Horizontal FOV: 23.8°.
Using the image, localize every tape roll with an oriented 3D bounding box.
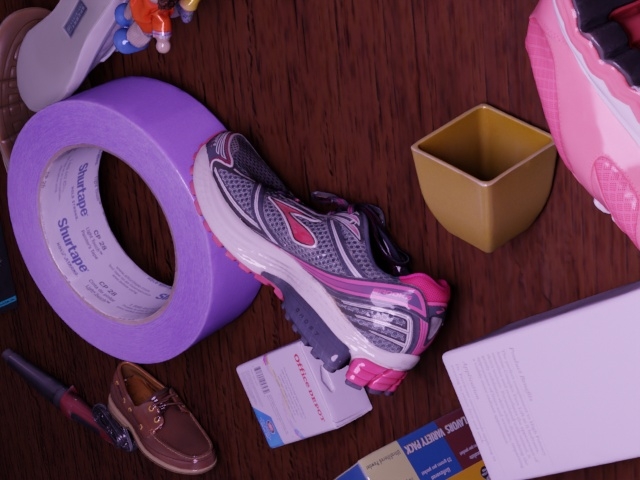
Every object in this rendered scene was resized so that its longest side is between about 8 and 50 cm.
[{"bbox_3d":[-0.185,-0.020,1.507,0.274,0.090,0.275,17,121,31],"label":"tape roll"}]

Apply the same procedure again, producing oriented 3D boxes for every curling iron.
[{"bbox_3d":[-0.304,0.187,1.852,0.274,0.035,0.068,24,121,43],"label":"curling iron"}]

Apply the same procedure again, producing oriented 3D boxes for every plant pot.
[{"bbox_3d":[0.127,-0.041,1.160,0.081,0.081,0.083,31,142,39],"label":"plant pot"}]

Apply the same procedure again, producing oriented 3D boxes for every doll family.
[{"bbox_3d":[-0.128,-0.297,1.340,0.163,0.118,0.263,151,107,-66],"label":"doll family"}]

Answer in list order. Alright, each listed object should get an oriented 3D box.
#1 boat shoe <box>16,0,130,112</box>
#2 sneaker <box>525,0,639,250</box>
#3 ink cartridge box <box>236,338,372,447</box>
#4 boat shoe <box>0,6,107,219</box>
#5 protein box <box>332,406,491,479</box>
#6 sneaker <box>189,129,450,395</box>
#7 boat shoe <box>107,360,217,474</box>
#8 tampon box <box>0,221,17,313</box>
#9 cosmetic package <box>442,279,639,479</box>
[{"bbox_3d":[-0.225,-0.209,1.504,0.227,0.081,0.079,-47,69,39],"label":"boat shoe"},{"bbox_3d":[0.233,-0.048,1.020,0.314,0.116,0.136,67,159,7],"label":"sneaker"},{"bbox_3d":[-0.016,0.141,1.449,0.122,0.052,0.088,-26,87,55],"label":"ink cartridge box"},{"bbox_3d":[-0.300,-0.107,1.643,0.098,0.109,0.302,36,140,59],"label":"boat shoe"},{"bbox_3d":[0.084,0.286,1.324,0.200,0.136,0.201,60,143,12],"label":"protein box"},{"bbox_3d":[0.000,0.000,1.327,0.299,0.121,0.112,46,109,29],"label":"sneaker"},{"bbox_3d":[-0.178,0.194,1.671,0.178,0.064,0.060,35,134,40],"label":"boat shoe"},{"bbox_3d":[-0.469,0.020,1.904,0.101,0.120,0.161,12,116,48],"label":"tampon box"},{"bbox_3d":[0.205,0.102,1.127,0.231,0.085,0.117,-23,88,52],"label":"cosmetic package"}]
